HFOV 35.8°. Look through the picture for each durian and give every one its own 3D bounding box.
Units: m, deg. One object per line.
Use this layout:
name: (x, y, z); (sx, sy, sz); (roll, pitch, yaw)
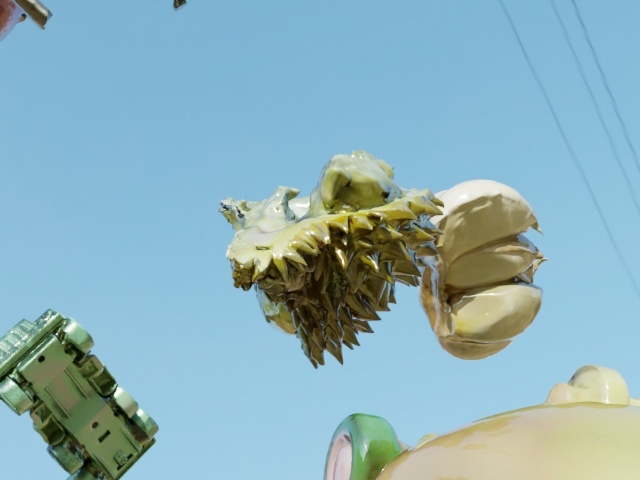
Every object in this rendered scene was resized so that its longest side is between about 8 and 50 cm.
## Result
durian: (0.000, 0.000, 0.778); (0.166, 0.306, 0.172); (41, -82, -3)

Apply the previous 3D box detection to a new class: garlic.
garlic: (0.232, 0.038, 1.450); (0.203, 0.184, 0.281); (-16, -75, -11)

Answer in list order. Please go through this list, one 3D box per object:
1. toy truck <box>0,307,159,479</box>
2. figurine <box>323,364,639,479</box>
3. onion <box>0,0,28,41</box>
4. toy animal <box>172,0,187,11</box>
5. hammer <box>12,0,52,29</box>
toy truck: (-0.315, 0.194, 1.206); (0.128, 0.135, 0.260); (-45, -41, -22)
figurine: (0.077, 0.175, 0.417); (0.124, 0.222, 0.324); (14, -24, -14)
onion: (-0.548, -0.364, 1.504); (0.207, 0.201, 0.201); (0, -41, 6)
toy animal: (-0.238, -0.431, 1.530); (0.269, 0.137, 0.082); (-25, 2, -14)
hammer: (-0.421, -0.351, 1.117); (0.297, 0.027, 0.125); (42, -28, -18)
